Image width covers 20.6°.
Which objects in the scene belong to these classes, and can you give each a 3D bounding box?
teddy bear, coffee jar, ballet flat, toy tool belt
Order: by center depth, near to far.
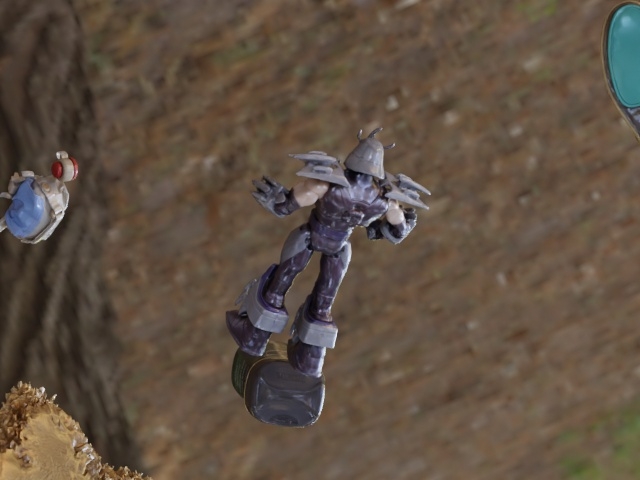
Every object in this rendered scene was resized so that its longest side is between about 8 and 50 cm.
[{"bbox_3d":[-0.235,-0.034,1.442,0.051,0.052,0.083,-5,141,-40],"label":"toy tool belt"},{"bbox_3d":[-0.185,0.277,1.454,0.113,0.245,0.338,-22,132,33],"label":"teddy bear"},{"bbox_3d":[0.354,-0.145,1.902,0.080,0.232,0.073,-19,-177,1],"label":"ballet flat"},{"bbox_3d":[-0.051,0.171,2.112,0.096,0.079,0.184,8,-176,-9],"label":"coffee jar"}]

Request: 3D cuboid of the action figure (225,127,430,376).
[{"bbox_3d":[0.000,0.000,1.857,0.185,0.099,0.285,19,115,-17],"label":"action figure"}]
